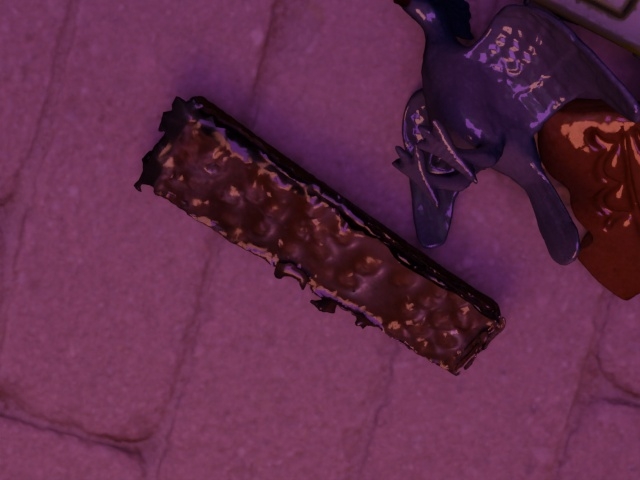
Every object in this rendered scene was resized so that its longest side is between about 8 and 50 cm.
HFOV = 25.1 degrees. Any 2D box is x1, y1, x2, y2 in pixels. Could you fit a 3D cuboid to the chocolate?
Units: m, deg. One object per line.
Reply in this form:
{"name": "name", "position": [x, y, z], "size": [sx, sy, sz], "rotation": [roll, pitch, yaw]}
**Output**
{"name": "chocolate", "position": [0.003, -0.005, 1.198], "size": [0.329, 0.065, 0.102], "rotation": [34, 122, -3]}

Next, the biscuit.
{"name": "biscuit", "position": [0.326, -0.050, 1.116], "size": [0.284, 0.043, 0.306], "rotation": [41, 127, -10]}

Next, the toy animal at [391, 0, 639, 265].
{"name": "toy animal", "position": [0.132, -0.103, 1.124], "size": [0.255, 0.176, 0.239], "rotation": [48, 141, -7]}

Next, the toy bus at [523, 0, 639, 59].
{"name": "toy bus", "position": [0.241, -0.195, 1.133], "size": [0.175, 0.101, 0.088], "rotation": [26, 104, -4]}
